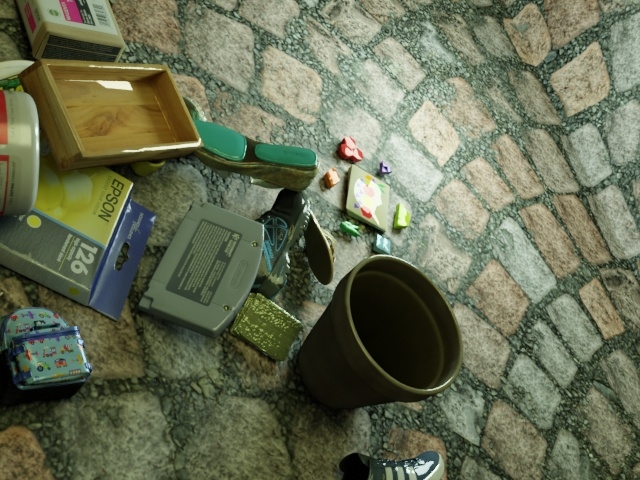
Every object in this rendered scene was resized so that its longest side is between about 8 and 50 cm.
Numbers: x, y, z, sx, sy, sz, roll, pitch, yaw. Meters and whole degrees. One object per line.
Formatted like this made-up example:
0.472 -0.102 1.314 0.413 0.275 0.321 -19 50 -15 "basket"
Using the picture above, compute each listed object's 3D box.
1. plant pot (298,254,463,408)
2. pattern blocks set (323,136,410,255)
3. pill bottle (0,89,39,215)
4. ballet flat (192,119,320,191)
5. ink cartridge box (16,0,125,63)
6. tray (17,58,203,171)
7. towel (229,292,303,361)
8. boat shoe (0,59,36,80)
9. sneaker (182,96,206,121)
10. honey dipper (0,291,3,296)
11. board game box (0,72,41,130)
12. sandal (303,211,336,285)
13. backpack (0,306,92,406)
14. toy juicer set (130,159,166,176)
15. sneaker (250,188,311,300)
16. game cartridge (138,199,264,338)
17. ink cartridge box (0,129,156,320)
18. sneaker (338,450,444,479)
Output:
0.103 0.235 1.920 0.323 0.280 0.323 22 50 -28 "plant pot"
0.128 -0.117 2.385 0.285 0.026 0.325 35 44 -17 "pattern blocks set"
-0.712 -0.158 1.506 0.408 0.229 0.229 0 60 -26 "pill bottle"
-0.177 -0.187 2.053 0.348 0.123 0.123 13 51 -10 "ballet flat"
-0.575 -0.509 1.985 0.193 0.088 0.234 1 52 -41 "ink cartridge box"
-0.418 -0.261 1.792 0.411 0.076 0.203 -20 85 -63 "tray"
-0.118 0.191 1.919 0.148 0.027 0.110 33 75 -16 "towel"
-0.687 -0.298 1.763 0.277 0.098 0.096 -25 93 -42 "boat shoe"
-0.311 -0.274 2.092 0.076 0.065 0.166 -32 82 -44 "sneaker"
-0.651 0.056 1.581 0.161 0.030 0.030 41 42 -9 "honey dipper"
-0.635 -0.257 1.753 0.030 0.136 0.260 17 33 27 "board game box"
0.003 -0.004 2.151 0.079 0.088 0.240 -6 60 -40 "sandal"
-0.503 0.192 1.548 0.158 0.117 0.173 1 58 -41 "backpack"
-0.438 -0.316 1.989 0.329 0.089 0.209 47 42 -3 "toy juicer set"
-0.120 -0.019 2.026 0.140 0.125 0.341 33 44 -17 "sneaker"
-0.237 0.061 1.849 0.198 0.062 0.297 24 54 -3 "game cartridge"
-0.491 -0.033 1.757 0.307 0.072 0.303 29 45 -20 "ink cartridge box"
0.131 0.504 1.862 0.350 0.131 0.148 -21 81 -47 "sneaker"
